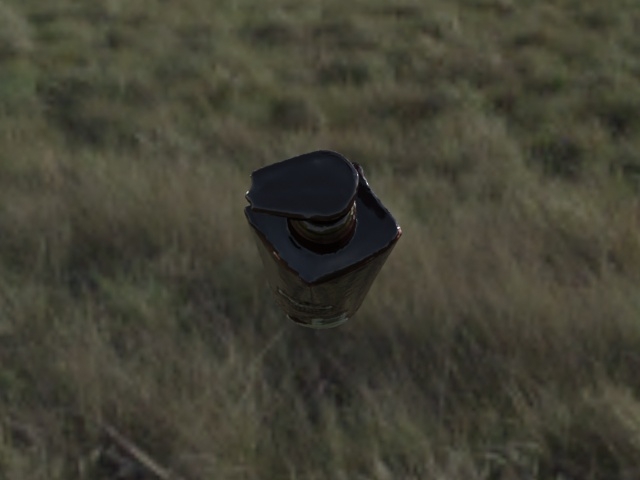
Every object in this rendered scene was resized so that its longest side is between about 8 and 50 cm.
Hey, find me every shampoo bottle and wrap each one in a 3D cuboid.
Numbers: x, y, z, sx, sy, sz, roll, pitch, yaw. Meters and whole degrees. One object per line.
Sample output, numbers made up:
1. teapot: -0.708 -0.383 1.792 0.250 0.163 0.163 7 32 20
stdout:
1. shampoo bottle: -0.002 -0.001 0.752 0.068 0.067 0.236 -26 -11 -7
